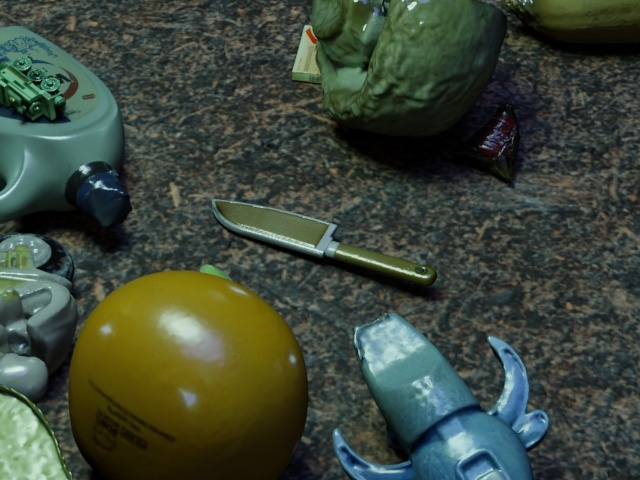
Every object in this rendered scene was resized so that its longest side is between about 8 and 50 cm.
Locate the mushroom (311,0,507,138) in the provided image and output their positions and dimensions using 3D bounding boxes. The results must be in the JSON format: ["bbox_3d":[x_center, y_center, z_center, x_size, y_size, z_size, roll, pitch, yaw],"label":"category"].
[{"bbox_3d":[0.093,-0.190,1.752,0.189,0.164,0.267,10,1,-30],"label":"mushroom"}]

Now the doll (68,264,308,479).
[{"bbox_3d":[-0.092,0.115,1.387,0.213,0.213,0.236,29,34,24],"label":"doll"}]

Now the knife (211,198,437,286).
[{"bbox_3d":[0.000,0.001,1.635,0.256,0.022,0.046,16,51,19],"label":"knife"}]

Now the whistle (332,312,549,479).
[{"bbox_3d":[0.113,0.176,1.375,0.180,0.093,0.269,-29,65,-7],"label":"whistle"}]

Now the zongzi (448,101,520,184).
[{"bbox_3d":[0.193,-0.093,1.744,0.083,0.067,0.073,-37,67,-14],"label":"zongzi"}]

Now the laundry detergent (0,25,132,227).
[{"bbox_3d":[-0.302,-0.096,1.655,0.215,0.105,0.280,-25,52,-29],"label":"laundry detergent"}]

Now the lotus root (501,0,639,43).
[{"bbox_3d":[0.365,-0.303,1.914,0.303,0.131,0.146,-4,45,-10],"label":"lotus root"}]

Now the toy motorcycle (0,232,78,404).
[{"bbox_3d":[-0.342,0.091,1.446,0.341,0.108,0.223,-19,42,-33],"label":"toy motorcycle"}]

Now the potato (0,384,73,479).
[{"bbox_3d":[-0.257,0.247,1.284,0.160,0.111,0.271,-23,56,-9],"label":"potato"}]

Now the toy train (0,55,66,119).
[{"bbox_3d":[-0.291,-0.149,1.610,0.053,0.033,0.083,-36,57,-28],"label":"toy train"}]

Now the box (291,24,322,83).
[{"bbox_3d":[0.003,-0.213,1.871,0.058,0.015,0.093,7,44,5],"label":"box"}]

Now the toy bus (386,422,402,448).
[{"bbox_3d":[0.099,0.166,1.450,0.083,0.046,0.038,7,44,-1],"label":"toy bus"}]
